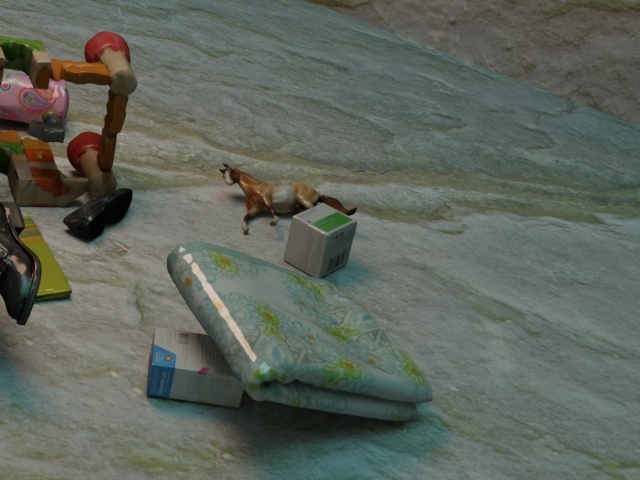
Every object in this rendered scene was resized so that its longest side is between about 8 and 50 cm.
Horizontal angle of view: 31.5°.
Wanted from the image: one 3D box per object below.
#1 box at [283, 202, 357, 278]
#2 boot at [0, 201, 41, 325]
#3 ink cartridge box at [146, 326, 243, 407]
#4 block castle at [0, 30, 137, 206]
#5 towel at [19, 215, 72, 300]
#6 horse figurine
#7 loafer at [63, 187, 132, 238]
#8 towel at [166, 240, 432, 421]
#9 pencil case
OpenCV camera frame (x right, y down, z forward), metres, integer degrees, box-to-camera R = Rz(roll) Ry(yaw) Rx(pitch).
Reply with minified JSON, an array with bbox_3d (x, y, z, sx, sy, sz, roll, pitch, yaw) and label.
[{"bbox_3d":[0.000,0.000,2.140,0.087,0.102,0.101,28,32,26],"label":"box"},{"bbox_3d":[-0.537,0.017,1.638,0.229,0.091,0.263,8,36,-36],"label":"boot"},{"bbox_3d":[-0.171,0.197,1.744,0.181,0.061,0.104,10,28,-10],"label":"ink cartridge box"},{"bbox_3d":[-0.582,-0.246,2.091,0.453,0.303,0.213,2,29,-26],"label":"block castle"},{"bbox_3d":[-0.507,0.032,1.928,0.102,0.021,0.237,-10,37,-29],"label":"towel"},{"bbox_3d":[-0.067,-0.072,2.279,0.263,0.066,0.174,4,36,-16],"label":"horse figurine"},{"bbox_3d":[-0.406,-0.060,2.098,0.061,0.062,0.170,19,27,16],"label":"loafer"},{"bbox_3d":[-0.032,0.143,1.779,0.374,0.090,0.320,16,21,-41],"label":"towel"},{"bbox_3d":[-0.663,-0.296,2.343,0.284,0.124,0.124,5,30,-16],"label":"pencil case"}]
